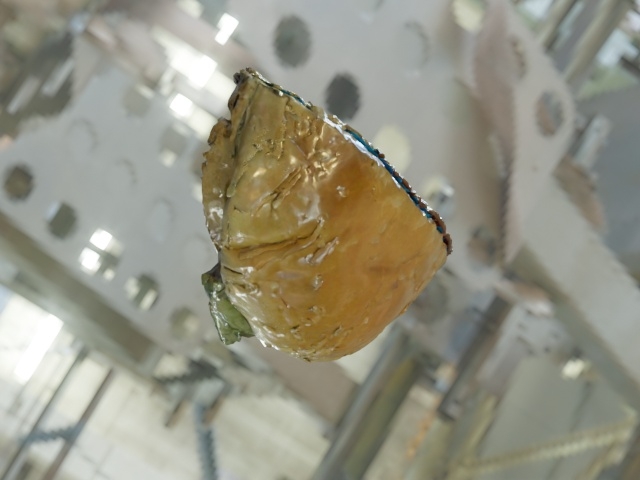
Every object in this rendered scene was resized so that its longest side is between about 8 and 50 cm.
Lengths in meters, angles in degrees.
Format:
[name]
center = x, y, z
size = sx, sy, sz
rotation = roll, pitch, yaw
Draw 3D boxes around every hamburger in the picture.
[hamburger]
center = -0.001, 0.007, 0.839
size = 0.102, 0.087, 0.176
rotation = -63, 153, -10
